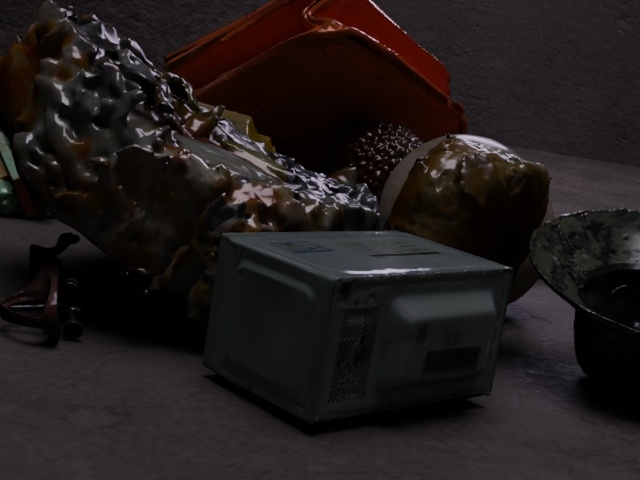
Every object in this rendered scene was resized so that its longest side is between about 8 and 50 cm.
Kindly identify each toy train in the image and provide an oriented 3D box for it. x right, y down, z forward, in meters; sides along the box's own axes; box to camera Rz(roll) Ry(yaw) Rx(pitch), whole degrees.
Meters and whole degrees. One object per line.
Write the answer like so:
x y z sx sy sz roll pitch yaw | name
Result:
-0.384 -0.081 1.496 0.118 0.074 0.176 -21 33 -12 | toy train

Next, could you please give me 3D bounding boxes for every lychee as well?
0.071 -0.087 1.698 0.197 0.165 0.165 -9 0 32 | lychee

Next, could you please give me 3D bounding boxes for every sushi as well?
-0.122 -0.060 1.180 0.417 0.175 0.417 32 7 -4 | sushi

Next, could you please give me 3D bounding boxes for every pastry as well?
0.139 -0.007 1.174 0.100 0.218 0.229 27 -24 32 | pastry

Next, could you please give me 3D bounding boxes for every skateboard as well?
-0.246 0.044 1.045 0.080 0.067 0.151 -1 17 -11 | skateboard

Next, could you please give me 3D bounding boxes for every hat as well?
0.312 0.079 1.157 0.266 0.128 0.265 4 24 -2 | hat

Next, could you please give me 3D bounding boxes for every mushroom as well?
0.153 -0.009 1.393 0.207 0.207 0.215 4 -21 -25 | mushroom

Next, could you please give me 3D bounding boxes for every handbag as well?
0.005 -0.203 1.743 0.304 0.116 0.410 -26 -28 24 | handbag

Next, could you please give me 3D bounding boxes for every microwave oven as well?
0.032 0.067 0.987 0.208 0.122 0.162 -1 16 -42 | microwave oven

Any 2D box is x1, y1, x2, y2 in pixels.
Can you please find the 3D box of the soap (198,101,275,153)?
-0.164 -0.091 1.501 0.258 0.160 0.080 18 -18 41 | soap
